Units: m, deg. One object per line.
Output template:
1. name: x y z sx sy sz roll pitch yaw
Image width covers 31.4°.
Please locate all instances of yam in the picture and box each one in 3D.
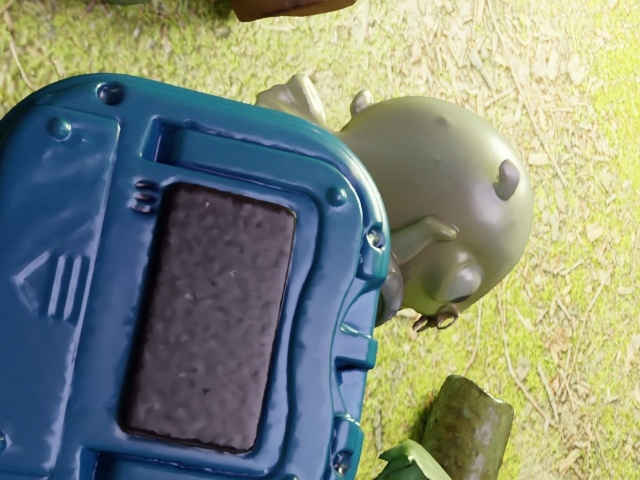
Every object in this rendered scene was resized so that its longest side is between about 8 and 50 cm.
1. yam: 0.133 0.272 1.189 0.093 0.093 0.259 41 60 -40

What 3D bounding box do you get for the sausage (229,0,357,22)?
1. sausage: -0.050 -0.339 0.969 0.121 0.121 0.304 -25 106 -46

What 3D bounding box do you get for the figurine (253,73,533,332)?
1. figurine: 0.000 0.000 1.006 0.394 0.226 0.274 -39 98 -27

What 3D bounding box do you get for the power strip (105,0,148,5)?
1. power strip: -0.216 -0.234 0.834 0.272 0.052 0.078 4 86 -49

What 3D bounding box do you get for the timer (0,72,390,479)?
1. timer: -0.107 0.055 0.817 0.309 0.115 0.340 13 77 -16

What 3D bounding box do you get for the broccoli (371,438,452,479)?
1. broccoli: 0.004 0.276 0.939 0.270 0.270 0.270 -48 135 12
